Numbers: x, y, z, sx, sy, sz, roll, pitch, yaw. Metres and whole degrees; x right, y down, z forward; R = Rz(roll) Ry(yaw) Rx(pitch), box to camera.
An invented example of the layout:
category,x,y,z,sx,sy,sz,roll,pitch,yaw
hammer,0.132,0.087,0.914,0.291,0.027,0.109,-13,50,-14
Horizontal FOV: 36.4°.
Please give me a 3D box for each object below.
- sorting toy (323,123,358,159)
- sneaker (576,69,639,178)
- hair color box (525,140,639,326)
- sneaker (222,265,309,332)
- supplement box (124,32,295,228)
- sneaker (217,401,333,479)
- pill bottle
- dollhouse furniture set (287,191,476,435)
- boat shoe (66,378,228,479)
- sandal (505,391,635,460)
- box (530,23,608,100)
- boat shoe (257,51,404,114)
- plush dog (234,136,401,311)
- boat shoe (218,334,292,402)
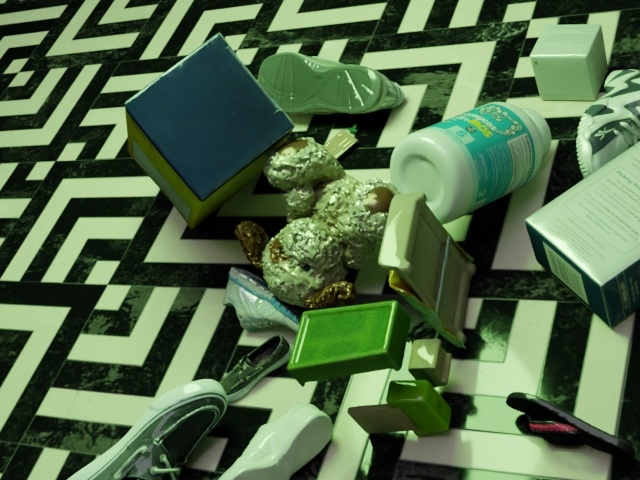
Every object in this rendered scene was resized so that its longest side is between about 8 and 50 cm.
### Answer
category,x,y,z,sx,sy,sz,roll,pitch,yaw
sorting toy,0.045,-0.184,1.810,0.083,0.012,0.062,-41,39,-8
sneaker,0.499,-0.181,1.504,0.153,0.094,0.235,2,40,40
hair color box,0.485,-0.049,1.375,0.347,0.105,0.174,-34,45,-5
sneaker,-0.086,0.117,1.564,0.191,0.071,0.083,31,99,37
supplement box,-0.197,-0.172,1.659,0.195,0.194,0.356,-39,2,-12
sneaker,-0.083,0.308,1.370,0.212,0.080,0.094,-37,31,-19
pill bottle,0.244,-0.129,1.514,0.264,0.146,0.146,-25,34,-37
dollhouse furniture set,0.098,0.103,1.382,0.151,0.197,0.301,-13,44,32
boat shoe,-0.247,0.326,1.406,0.301,0.108,0.102,-37,43,-5
sandal,0.306,0.240,1.228,0.179,0.067,0.040,23,74,38
box,0.425,-0.303,1.656,0.101,0.102,0.087,7,51,32
boat shoe,0.010,-0.296,1.881,0.320,0.103,0.118,11,94,39
plush dog,0.000,0.000,1.527,0.262,0.210,0.225,33,77,29
boat shoe,-0.108,0.195,1.505,0.142,0.040,0.049,-36,43,-8
